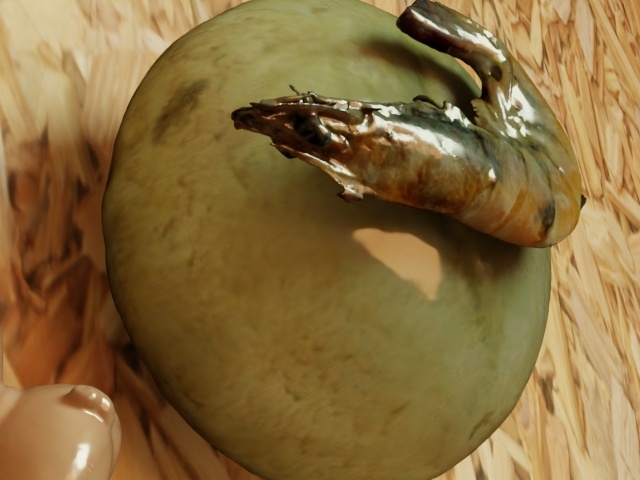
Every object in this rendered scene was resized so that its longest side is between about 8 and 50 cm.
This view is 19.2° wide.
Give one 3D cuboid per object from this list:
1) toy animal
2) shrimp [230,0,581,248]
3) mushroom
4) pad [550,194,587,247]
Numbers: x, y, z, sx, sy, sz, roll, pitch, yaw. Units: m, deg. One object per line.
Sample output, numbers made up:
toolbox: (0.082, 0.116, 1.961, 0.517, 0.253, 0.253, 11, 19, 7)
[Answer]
toy animal: (-0.196, 0.086, 0.899, 0.197, 0.171, 0.171, 40, 27, -4)
shrimp: (0.057, -0.086, 1.151, 0.296, 0.058, 0.169, 15, 51, -42)
mushroom: (0.000, 0.000, 1.276, 0.352, 0.260, 0.352, 31, 47, -40)
pad: (0.085, 0.000, 1.436, 0.022, 0.233, 0.174, -11, 51, -50)
